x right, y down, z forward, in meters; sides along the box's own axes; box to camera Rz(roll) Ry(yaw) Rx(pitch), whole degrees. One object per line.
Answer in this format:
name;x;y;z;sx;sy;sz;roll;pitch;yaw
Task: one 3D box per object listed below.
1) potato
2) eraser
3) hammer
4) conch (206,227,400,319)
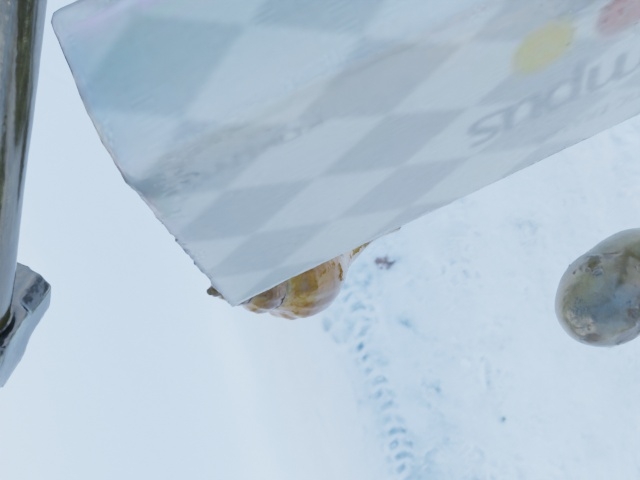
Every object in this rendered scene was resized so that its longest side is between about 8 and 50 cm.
potato;0.486;0.068;1.301;0.262;0.165;0.165;-19;89;-15
eraser;0.088;-0.112;0.441;0.396;0.213;0.082;-25;63;0
hammer;-0.162;-0.064;0.431;0.043;0.111;0.365;19;123;-3
conch;-0.004;0.002;0.756;0.093;0.330;0.109;-23;92;29
